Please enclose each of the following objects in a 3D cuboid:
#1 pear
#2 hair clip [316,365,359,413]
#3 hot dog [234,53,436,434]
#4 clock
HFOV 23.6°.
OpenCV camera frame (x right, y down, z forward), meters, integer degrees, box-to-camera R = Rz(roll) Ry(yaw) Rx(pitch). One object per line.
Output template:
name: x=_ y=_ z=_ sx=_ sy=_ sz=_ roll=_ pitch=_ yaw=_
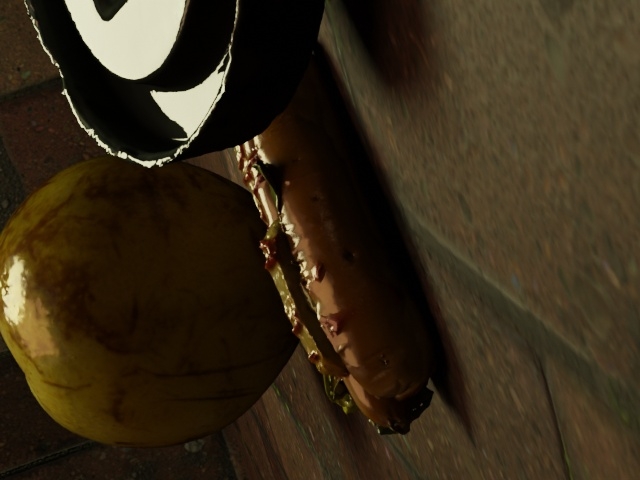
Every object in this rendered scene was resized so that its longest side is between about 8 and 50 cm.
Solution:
pear: x=-0.155 y=0.053 z=1.375 sx=0.281 sy=0.281 sz=0.280 roll=161 pitch=90 yaw=-82
hair clip: x=0.009 y=0.043 z=1.034 sx=0.072 sy=0.046 sz=0.173 roll=-105 pitch=1 yaw=-60
hot dog: x=0.000 y=0.000 z=0.903 sx=0.104 sy=0.076 sz=0.250 roll=101 pitch=151 yaw=-72
clock: x=-0.088 y=-0.178 z=0.791 sx=0.280 sy=0.055 sz=0.280 roll=27 pitch=123 yaw=53
